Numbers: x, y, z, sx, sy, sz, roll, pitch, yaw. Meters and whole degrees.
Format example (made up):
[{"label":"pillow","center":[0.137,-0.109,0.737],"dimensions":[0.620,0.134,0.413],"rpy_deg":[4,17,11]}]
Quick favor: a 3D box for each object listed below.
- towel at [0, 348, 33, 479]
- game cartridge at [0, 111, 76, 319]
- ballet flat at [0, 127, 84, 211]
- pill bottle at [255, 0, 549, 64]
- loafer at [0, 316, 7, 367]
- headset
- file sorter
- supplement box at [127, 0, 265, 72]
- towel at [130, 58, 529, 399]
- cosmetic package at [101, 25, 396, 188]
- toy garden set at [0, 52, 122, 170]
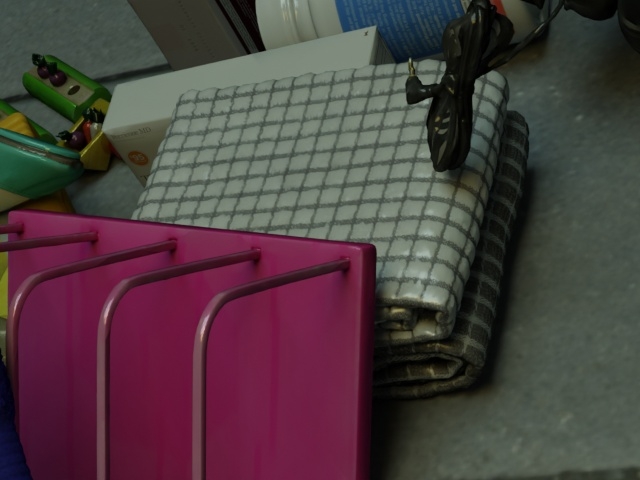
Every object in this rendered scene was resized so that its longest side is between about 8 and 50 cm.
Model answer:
[{"label":"towel","center":[-0.259,0.135,0.977],"dimensions":[0.228,0.076,0.308],"rpy_deg":[-23,81,25]},{"label":"game cartridge","center":[-0.318,0.061,1.345],"dimensions":[0.285,0.052,0.323],"rpy_deg":[-32,50,0]},{"label":"ballet flat","center":[-0.291,-0.064,1.360],"dimensions":[0.247,0.083,0.087],"rpy_deg":[22,91,37]},{"label":"pill bottle","center":[0.064,-0.201,1.348],"dimensions":[0.221,0.124,0.124],"rpy_deg":[-12,44,21]},{"label":"loafer","center":[-0.233,0.084,1.224],"dimensions":[0.148,0.050,0.056],"rpy_deg":[-4,54,23]},{"label":"headset","center":[0.221,-0.171,1.156],"dimensions":[0.243,0.185,0.394],"rpy_deg":[36,40,30]},{"label":"file sorter","center":[-0.137,0.098,1.044],"dimensions":[0.291,0.202,0.182],"rpy_deg":[6,9,31]},{"label":"supplement box","center":[-0.094,-0.261,1.506],"dimensions":[0.073,0.130,0.239],"rpy_deg":[-10,44,25]},{"label":"towel","center":[0.000,0.000,1.194],"dimensions":[0.284,0.121,0.235],"rpy_deg":[-6,49,28]},{"label":"cosmetic package","center":[-0.048,-0.097,1.335],"dimensions":[0.239,0.099,0.060],"rpy_deg":[-10,44,25]},{"label":"toy garden set","center":[-0.293,-0.070,1.498],"dimensions":[0.244,0.049,0.204],"rpy_deg":[-43,41,-13]}]
